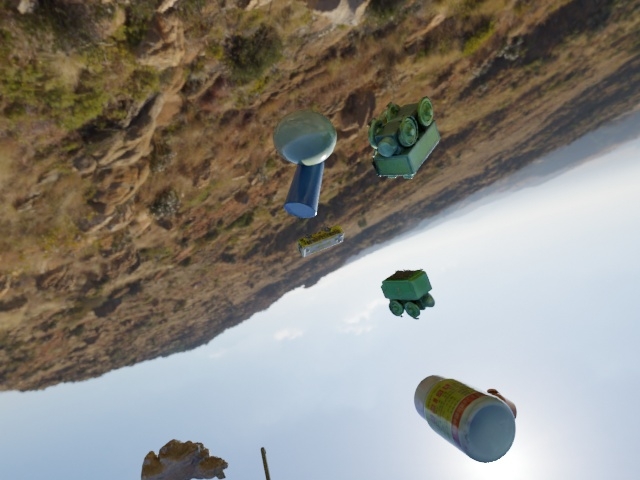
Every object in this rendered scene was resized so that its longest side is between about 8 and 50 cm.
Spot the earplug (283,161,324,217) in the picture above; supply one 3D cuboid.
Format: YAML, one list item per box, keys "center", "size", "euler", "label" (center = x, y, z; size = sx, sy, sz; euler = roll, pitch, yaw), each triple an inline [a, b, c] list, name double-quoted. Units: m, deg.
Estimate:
- center: [-0.054, -0.241, 1.621]
  size: [0.133, 0.272, 0.132]
  euler: [11, 159, 4]
  label: "earplug"

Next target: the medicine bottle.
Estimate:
- center: [0.325, 0.402, 0.932]
  size: [0.139, 0.139, 0.225]
  euler: [-14, 180, -15]
  label: "medicine bottle"

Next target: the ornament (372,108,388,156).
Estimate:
- center: [0.265, -0.440, 1.605]
  size: [0.201, 0.059, 0.180]
  euler: [95, 21, -53]
  label: "ornament"

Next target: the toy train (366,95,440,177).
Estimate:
- center: [0.269, -0.331, 1.278]
  size: [0.159, 0.188, 0.271]
  euler: [6, -135, 42]
  label: "toy train"

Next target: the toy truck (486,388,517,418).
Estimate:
- center: [0.650, 0.694, 1.607]
  size: [0.265, 0.189, 0.239]
  euler: [-13, 140, 25]
  label: "toy truck"

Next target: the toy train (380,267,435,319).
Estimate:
- center: [0.372, 0.225, 1.716]
  size: [0.132, 0.188, 0.243]
  euler: [-26, -173, -31]
  label: "toy train"

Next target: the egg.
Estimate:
- center: [-0.061, -0.381, 1.491]
  size: [0.203, 0.202, 0.283]
  euler: [-12, -166, -41]
  label: "egg"

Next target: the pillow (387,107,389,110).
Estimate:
- center: [0.362, -0.574, 1.913]
  size: [0.034, 0.135, 0.211]
  euler: [-48, -173, 36]
  label: "pillow"

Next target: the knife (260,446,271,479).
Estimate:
- center: [-0.181, 0.978, 1.545]
  size: [0.027, 0.343, 0.061]
  euler: [-24, 141, 3]
  label: "knife"

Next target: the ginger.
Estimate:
- center: [-0.345, 0.565, 1.010]
  size: [0.213, 0.137, 0.074]
  euler: [-22, -173, 11]
  label: "ginger"

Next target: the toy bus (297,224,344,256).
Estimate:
- center: [0.000, 0.000, 1.877]
  size: [0.226, 0.074, 0.081]
  euler: [-20, 145, -23]
  label: "toy bus"
